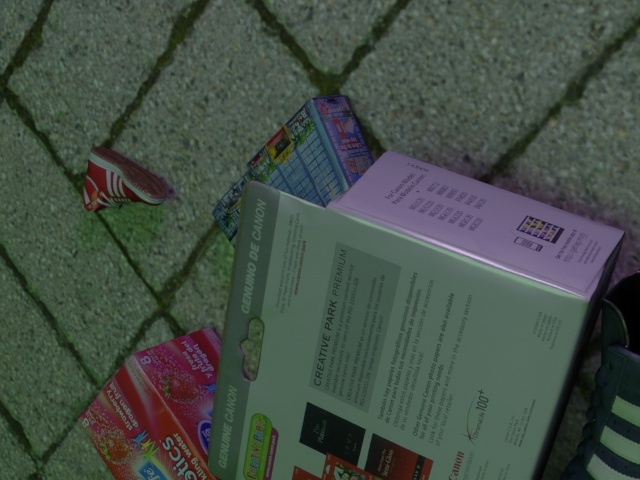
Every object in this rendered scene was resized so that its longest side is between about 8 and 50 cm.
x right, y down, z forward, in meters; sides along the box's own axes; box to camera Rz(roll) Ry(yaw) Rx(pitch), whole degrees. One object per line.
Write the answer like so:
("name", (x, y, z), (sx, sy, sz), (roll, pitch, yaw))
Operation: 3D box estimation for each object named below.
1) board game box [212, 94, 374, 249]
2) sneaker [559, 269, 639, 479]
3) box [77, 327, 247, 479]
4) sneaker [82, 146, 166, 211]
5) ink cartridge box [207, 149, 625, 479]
("board game box", (0.000, 0.000, 1.015), (0.194, 0.060, 0.194), (-43, 74, 34))
("sneaker", (0.239, 0.113, 0.799), (0.148, 0.131, 0.350), (44, 130, 8))
("box", (-0.112, 0.234, 1.104), (0.257, 0.123, 0.128), (53, 125, 15))
("sneaker", (-0.214, -0.048, 1.168), (0.118, 0.042, 0.067), (34, 113, 34))
("ink cartridge box", (0.064, 0.101, 0.889), (0.272, 0.130, 0.309), (21, 121, 17))
